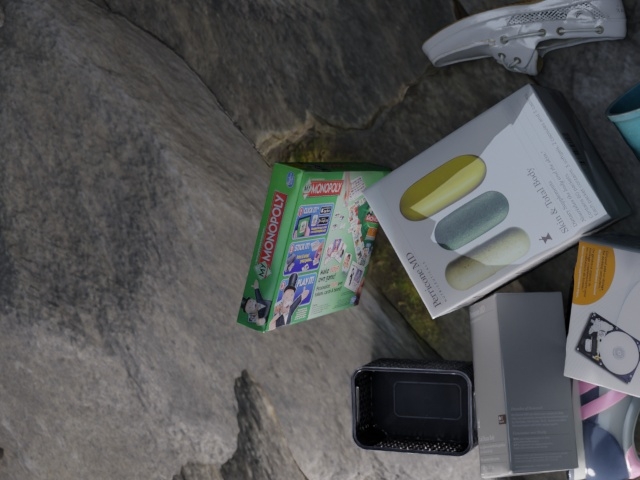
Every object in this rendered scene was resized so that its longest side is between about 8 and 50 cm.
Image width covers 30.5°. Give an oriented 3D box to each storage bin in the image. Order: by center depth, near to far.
[{"bbox_3d":[0.142,0.237,1.682,0.180,0.084,0.122,0,93,22],"label":"storage bin"}]

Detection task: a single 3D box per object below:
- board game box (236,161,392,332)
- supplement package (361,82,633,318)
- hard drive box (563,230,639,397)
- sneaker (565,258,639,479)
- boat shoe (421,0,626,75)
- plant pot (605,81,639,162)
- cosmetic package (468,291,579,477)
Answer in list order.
[{"bbox_3d":[0.000,0.000,1.599,0.046,0.317,0.213,17,100,22],"label":"board game box"},{"bbox_3d":[0.238,-0.051,1.558,0.263,0.198,0.199,-32,81,22],"label":"supplement package"},{"bbox_3d":[0.421,0.098,1.400,0.232,0.089,0.181,12,103,40],"label":"hard drive box"},{"bbox_3d":[0.393,0.166,1.573,0.131,0.112,0.318,1,97,6],"label":"sneaker"},{"bbox_3d":[0.274,-0.269,1.583,0.277,0.098,0.096,-14,87,22],"label":"boat shoe"},{"bbox_3d":[0.524,-0.107,1.411,0.272,0.271,0.255,-27,97,22],"label":"plant pot"},{"bbox_3d":[0.267,0.191,1.563,0.107,0.127,0.237,-3,77,-11],"label":"cosmetic package"}]
